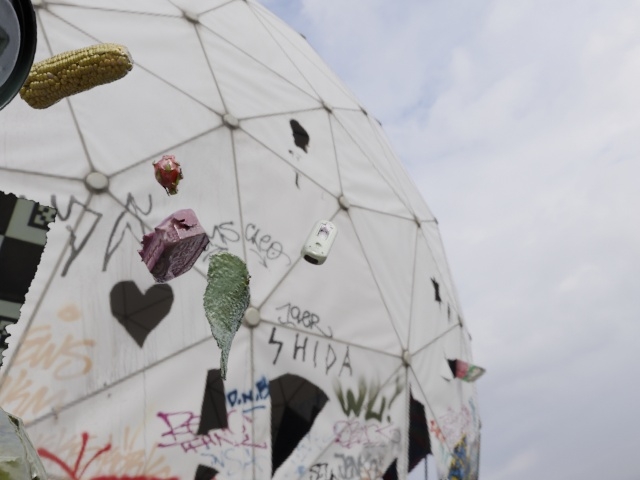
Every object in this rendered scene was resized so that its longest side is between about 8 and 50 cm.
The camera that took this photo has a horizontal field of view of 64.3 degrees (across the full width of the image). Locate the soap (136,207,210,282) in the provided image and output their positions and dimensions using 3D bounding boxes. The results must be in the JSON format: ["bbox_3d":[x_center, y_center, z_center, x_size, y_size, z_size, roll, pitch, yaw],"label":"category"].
[{"bbox_3d":[-0.503,0.019,1.753,0.220,0.127,0.325,-29,-16,-48],"label":"soap"}]

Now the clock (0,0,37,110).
[{"bbox_3d":[-0.388,-0.219,0.551,0.040,0.184,0.184,23,-41,4],"label":"clock"}]

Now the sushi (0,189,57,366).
[{"bbox_3d":[-0.520,0.086,0.591,0.296,0.373,0.100,21,-8,-26],"label":"sushi"}]

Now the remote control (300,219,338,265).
[{"bbox_3d":[0.000,0.000,1.474,0.078,0.221,0.042,28,-61,-1],"label":"remote control"}]

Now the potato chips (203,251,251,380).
[{"bbox_3d":[-0.183,0.142,0.989,0.059,0.167,0.228,4,-66,17],"label":"potato chips"}]

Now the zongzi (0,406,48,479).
[{"bbox_3d":[-0.322,0.120,0.298,0.125,0.250,0.274,-61,-12,-19],"label":"zongzi"}]

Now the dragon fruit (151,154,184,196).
[{"bbox_3d":[-0.441,-0.189,1.483,0.081,0.086,0.116,-20,-64,-38],"label":"dragon fruit"}]

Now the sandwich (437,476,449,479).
[{"bbox_3d":[0.078,0.333,0.520,0.159,0.079,0.235,-31,-19,11],"label":"sandwich"}]

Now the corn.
[{"bbox_3d":[-0.549,-0.369,1.135,0.291,0.101,0.101,-11,-30,14],"label":"corn"}]
